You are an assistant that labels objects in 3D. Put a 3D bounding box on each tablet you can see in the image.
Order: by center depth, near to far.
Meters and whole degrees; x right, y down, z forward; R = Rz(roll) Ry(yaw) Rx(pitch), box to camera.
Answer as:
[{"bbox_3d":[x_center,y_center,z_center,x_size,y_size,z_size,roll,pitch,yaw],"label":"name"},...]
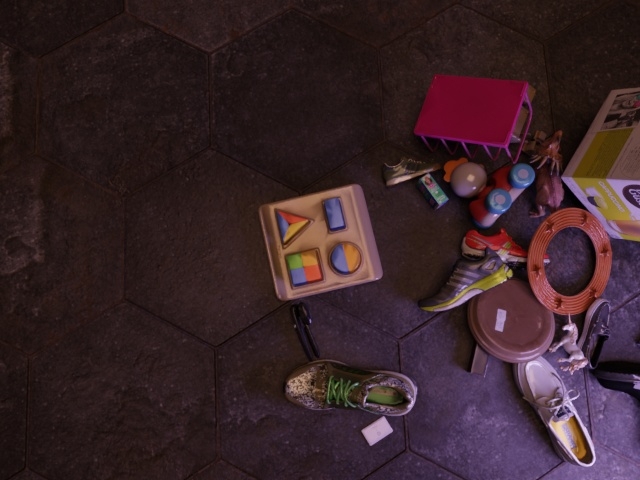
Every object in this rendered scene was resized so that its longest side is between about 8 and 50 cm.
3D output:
[{"bbox_3d":[0.174,0.584,1.725,0.083,0.006,0.054,-31,83,-5],"label":"tablet"}]

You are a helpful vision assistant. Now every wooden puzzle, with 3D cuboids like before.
[{"bbox_3d":[0.000,0.000,1.781,0.348,0.080,0.322,-12,81,-3],"label":"wooden puzzle"}]

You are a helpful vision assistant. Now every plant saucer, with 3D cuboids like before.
[{"bbox_3d":[0.593,0.237,1.737,0.278,0.041,0.277,2,67,-4],"label":"plant saucer"}]

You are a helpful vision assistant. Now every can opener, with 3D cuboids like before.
[{"bbox_3d":[-0.050,0.284,1.747,0.059,0.073,0.186,-14,90,-11],"label":"can opener"}]

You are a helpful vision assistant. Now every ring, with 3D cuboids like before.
[{"bbox_3d":[0.781,0.066,1.741,0.337,0.032,0.336,-1,92,-22],"label":"ring"}]

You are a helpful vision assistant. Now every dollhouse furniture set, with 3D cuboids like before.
[{"bbox_3d":[0.675,-0.389,1.867,0.161,0.101,0.181,28,80,-21],"label":"dollhouse furniture set"}]

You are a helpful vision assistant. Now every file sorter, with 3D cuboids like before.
[{"bbox_3d":[0.480,-0.367,1.741,0.291,0.182,0.202,16,81,33],"label":"file sorter"}]

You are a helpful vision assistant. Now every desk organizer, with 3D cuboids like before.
[{"bbox_3d":[0.494,0.352,1.745,0.047,0.050,0.130,15,81,2],"label":"desk organizer"}]

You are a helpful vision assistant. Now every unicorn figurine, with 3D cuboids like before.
[{"bbox_3d":[0.762,0.325,1.734,0.111,0.060,0.161,-31,62,9],"label":"unicorn figurine"}]

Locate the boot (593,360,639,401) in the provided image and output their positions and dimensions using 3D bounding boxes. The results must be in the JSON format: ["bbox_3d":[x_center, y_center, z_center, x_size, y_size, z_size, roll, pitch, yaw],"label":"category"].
[{"bbox_3d":[0.992,0.517,1.688,0.348,0.131,0.260,8,95,15],"label":"boot"}]

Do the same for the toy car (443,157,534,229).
[{"bbox_3d":[0.500,-0.185,1.754,0.238,0.219,0.210,42,82,11],"label":"toy car"}]

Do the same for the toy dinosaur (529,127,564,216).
[{"bbox_3d":[0.715,-0.178,1.760,0.127,0.200,0.295,-16,82,-3],"label":"toy dinosaur"}]

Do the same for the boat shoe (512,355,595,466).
[{"bbox_3d":[0.702,0.500,1.670,0.136,0.156,0.367,-22,82,-5],"label":"boat shoe"}]

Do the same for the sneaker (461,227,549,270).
[{"bbox_3d":[0.589,0.022,1.777,0.279,0.107,0.118,10,74,0],"label":"sneaker"}]

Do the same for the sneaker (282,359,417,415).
[{"bbox_3d":[0.093,0.438,1.659,0.411,0.182,0.158,3,81,0],"label":"sneaker"}]

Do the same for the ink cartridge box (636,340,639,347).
[{"bbox_3d":[1.102,0.370,1.753,0.097,0.046,0.207,-40,84,-5],"label":"ink cartridge box"}]

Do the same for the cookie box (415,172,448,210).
[{"bbox_3d":[0.357,-0.156,1.806,0.040,0.092,0.107,-36,83,-3],"label":"cookie box"}]

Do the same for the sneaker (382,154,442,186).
[{"bbox_3d":[0.293,-0.242,1.831,0.192,0.064,0.086,-18,86,-1],"label":"sneaker"}]

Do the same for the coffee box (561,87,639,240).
[{"bbox_3d":[0.997,-0.214,1.645,0.338,0.334,0.338,37,81,-26],"label":"coffee box"}]

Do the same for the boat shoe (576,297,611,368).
[{"bbox_3d":[0.855,0.290,1.736,0.080,0.076,0.228,31,82,-23],"label":"boat shoe"}]

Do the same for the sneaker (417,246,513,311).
[{"bbox_3d":[0.428,0.123,1.729,0.300,0.111,0.121,-30,84,11],"label":"sneaker"}]
